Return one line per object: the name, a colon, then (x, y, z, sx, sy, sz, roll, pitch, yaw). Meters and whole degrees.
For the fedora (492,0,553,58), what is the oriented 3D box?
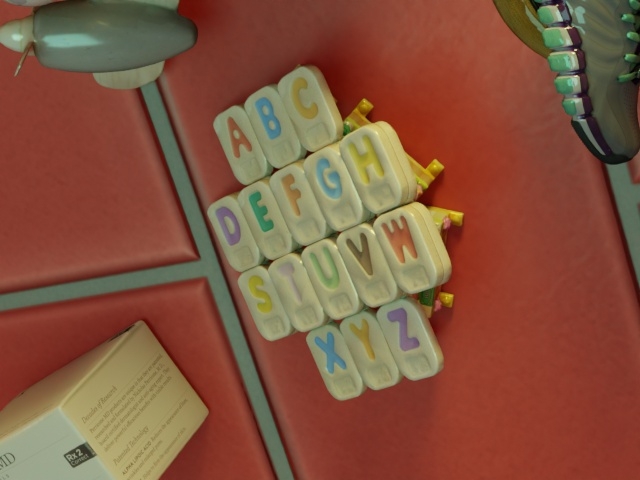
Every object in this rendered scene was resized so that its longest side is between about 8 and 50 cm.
fedora: (0.222, -0.223, 1.295, 0.194, 0.079, 0.194, 13, 125, 20)

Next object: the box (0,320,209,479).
box: (-0.233, 0.194, 1.607, 0.181, 0.182, 0.119, -31, 100, 30)

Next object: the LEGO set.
LEGO set: (0.042, -0.014, 1.446, 0.132, 0.107, 0.287, -9, 110, 25)

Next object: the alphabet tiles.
alphabet tiles: (0.000, 0.000, 1.436, 0.284, 0.021, 0.278, -22, 90, 55)

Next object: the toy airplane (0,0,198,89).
toy airplane: (-0.160, -0.274, 1.304, 0.384, 0.272, 0.386, -10, 132, 41)

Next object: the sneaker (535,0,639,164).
sneaker: (0.216, -0.161, 1.236, 0.098, 0.083, 0.223, -12, 113, 27)
